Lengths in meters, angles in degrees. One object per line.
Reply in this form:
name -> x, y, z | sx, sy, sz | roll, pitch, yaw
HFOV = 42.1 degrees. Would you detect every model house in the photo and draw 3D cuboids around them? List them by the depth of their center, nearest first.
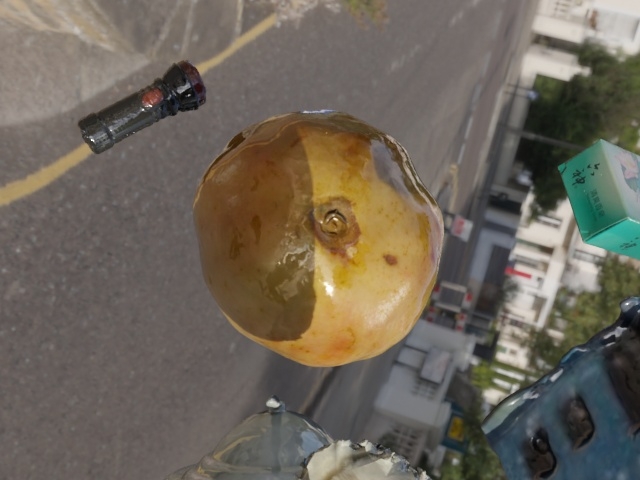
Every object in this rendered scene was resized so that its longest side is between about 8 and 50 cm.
model house -> 0.304, 0.239, 0.667 | 0.237, 0.215, 0.303 | -49, -150, 27

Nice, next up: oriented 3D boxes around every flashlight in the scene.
flashlight -> -0.317, -0.235, 1.475 | 0.232, 0.093, 0.093 | -30, 151, -14

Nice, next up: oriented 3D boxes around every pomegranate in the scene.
pomegranate -> 0.000, 0.000, 1.322 | 0.411, 0.411, 0.412 | 17, 90, -77

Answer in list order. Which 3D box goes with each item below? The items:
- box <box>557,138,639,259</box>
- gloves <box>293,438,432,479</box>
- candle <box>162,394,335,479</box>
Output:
box -> 0.523, -0.058, 1.390 | 0.092, 0.244, 0.153 | -38, -128, 41
gloves -> 0.046, 0.183, 0.523 | 0.070, 0.114, 0.153 | -54, 147, -29
candle -> -0.037, 0.299, 0.733 | 0.221, 0.221, 0.343 | 17, 74, -77
